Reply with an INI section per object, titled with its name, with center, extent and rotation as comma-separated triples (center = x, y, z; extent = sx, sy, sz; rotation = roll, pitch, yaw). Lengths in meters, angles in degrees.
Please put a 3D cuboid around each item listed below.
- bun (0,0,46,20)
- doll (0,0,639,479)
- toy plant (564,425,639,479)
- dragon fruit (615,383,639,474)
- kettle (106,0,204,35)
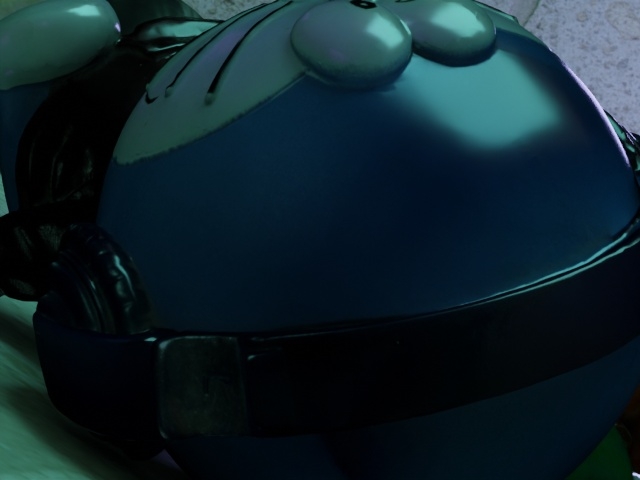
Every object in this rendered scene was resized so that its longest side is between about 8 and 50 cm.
[bun]
center = -0.309, -0.192, 1.090
extent = 0.361, 0.213, 0.361
rotation = 39, -12, 10
[doll]
center = 0.000, 0.000, 0.719
extent = 0.284, 0.240, 0.310
rotation = -20, 18, -33
[toy plant]
center = 0.086, 0.109, 0.924
extent = 0.232, 0.112, 0.243
rotation = 25, -2, -23
[dragon fruit]
center = 0.218, 0.167, 1.403
extent = 0.205, 0.152, 0.317
rotation = -10, -24, 9
[kettle]
center = -0.187, -0.124, 1.503
extent = 0.251, 0.207, 0.271
rotation = 38, 7, -19
